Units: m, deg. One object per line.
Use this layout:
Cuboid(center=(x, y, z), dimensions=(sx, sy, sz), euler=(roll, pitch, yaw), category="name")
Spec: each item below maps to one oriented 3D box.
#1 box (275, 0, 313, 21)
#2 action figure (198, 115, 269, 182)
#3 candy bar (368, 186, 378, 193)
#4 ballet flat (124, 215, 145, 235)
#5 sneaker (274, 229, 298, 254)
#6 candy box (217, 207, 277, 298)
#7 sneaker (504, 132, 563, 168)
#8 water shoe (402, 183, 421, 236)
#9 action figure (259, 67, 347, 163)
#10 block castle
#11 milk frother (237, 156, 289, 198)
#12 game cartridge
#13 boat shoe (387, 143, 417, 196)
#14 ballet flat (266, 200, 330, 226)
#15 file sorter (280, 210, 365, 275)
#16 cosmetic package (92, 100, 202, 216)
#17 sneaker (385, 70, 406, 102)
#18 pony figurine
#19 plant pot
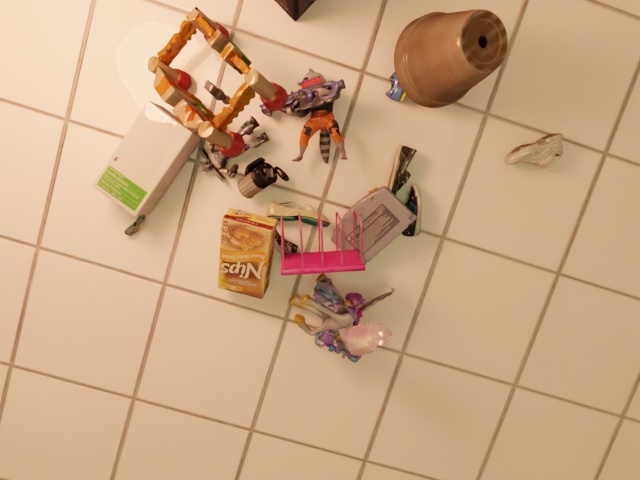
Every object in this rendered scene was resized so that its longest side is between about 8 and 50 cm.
Cuboid(center=(-0.115, -0.938, 1.467), dimensions=(0.212, 0.395, 0.293), euler=(-45, 98, 5), category="box")
Cuboid(center=(-0.335, -0.336, 1.704), dimensions=(0.284, 0.099, 0.185), euler=(-35, 103, 7), category="action figure")
Cuboid(center=(0.240, -0.129, 1.792), dimensions=(0.040, 0.018, 0.162), euler=(-29, 98, 3), category="candy bar")
Cuboid(center=(-0.699, -0.060, 1.765), dimensions=(0.114, 0.041, 0.041), euler=(-44, 98, 5), category="ballet flat")
Cuboid(center=(-0.129, 0.027, 1.785), dimensions=(0.077, 0.072, 0.178), euler=(-29, 111, -3), category="sneaker")
Cuboid(center=(-0.272, 0.052, 1.699), dimensions=(0.182, 0.088, 0.317), euler=(14, 122, 4), category="candy box")
Cuboid(center=(0.819, -0.319, 1.749), dimensions=(0.232, 0.090, 0.115), euler=(-20, 102, 2), category="sneaker")
Cuboid(center=(0.343, -0.113, 1.770), dimensions=(0.080, 0.073, 0.203), euler=(-2, 98, 1), category="water shoe")
Cuboid(center=(-0.043, -0.454, 1.694), dimensions=(0.340, 0.178, 0.331), euler=(0, 92, 25), category="action figure")
Cuboid(center=(-0.345, -0.519, 1.551), dimensions=(0.303, 0.212, 0.453), euler=(-45, 66, 11), category="block castle")
Cuboid(center=(-0.210, -0.224, 1.729), dimensions=(0.134, 0.129, 0.143), euler=(-27, 134, 36), category="milk frother")
Cuboid(center=(0.189, -0.056, 1.748), dimensions=(0.198, 0.062, 0.297), euler=(45, 112, -4), category="game cartridge")
Cuboid(center=(0.301, -0.241, 1.743), dimensions=(0.079, 0.084, 0.233), euler=(15, 96, 0), category="boat shoe")
Cuboid(center=(-0.081, -0.107, 1.759), dimensions=(0.248, 0.086, 0.086), euler=(7, 98, -2), category="ballet flat")
Cuboid(center=(0.000, 0.000, 1.641), dimensions=(0.290, 0.202, 0.183), euler=(-3, 106, -3), category="file sorter")
Cuboid(center=(-0.619, -0.290, 1.671), dimensions=(0.196, 0.155, 0.366), euler=(35, 97, -4), category="cosmetic package")
Cuboid(center=(0.304, -0.618, 1.695), dimensions=(0.082, 0.069, 0.210), euler=(22, 97, -1), category="sneaker")
Cuboid(center=(0.091, 0.297, 1.752), dimensions=(0.363, 0.303, 0.351), euler=(41, 127, -10), category="pony figurine")
Cuboid(center=(0.453, -0.629, 1.547), dimensions=(0.322, 0.280, 0.324), euler=(-3, 97, -20), category="plant pot")
